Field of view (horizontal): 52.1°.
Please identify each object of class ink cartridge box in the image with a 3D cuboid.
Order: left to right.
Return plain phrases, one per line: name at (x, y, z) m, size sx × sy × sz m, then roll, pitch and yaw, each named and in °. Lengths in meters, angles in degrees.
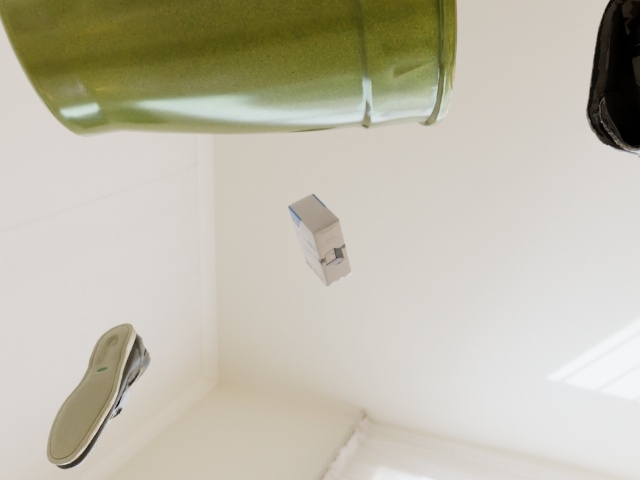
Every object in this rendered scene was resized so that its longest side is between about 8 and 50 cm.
ink cartridge box at (0.000, 0.000, 1.649) m, size 0.082 × 0.140 × 0.191 m, roll -29°, pitch -46°, yaw -13°

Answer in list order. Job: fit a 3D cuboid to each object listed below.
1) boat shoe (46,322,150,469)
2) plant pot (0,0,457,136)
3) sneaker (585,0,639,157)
boat shoe at (-0.300, 0.222, 0.916) m, size 0.233 × 0.083 × 0.079 m, roll -77°, pitch -28°, yaw -52°
plant pot at (-0.096, -0.253, 0.619) m, size 0.366 × 0.352 × 0.367 m, roll 168°, pitch 90°, yaw -90°
sneaker at (0.395, -0.058, 0.651) m, size 0.257 × 0.169 × 0.448 m, roll -20°, pitch -95°, yaw -28°
